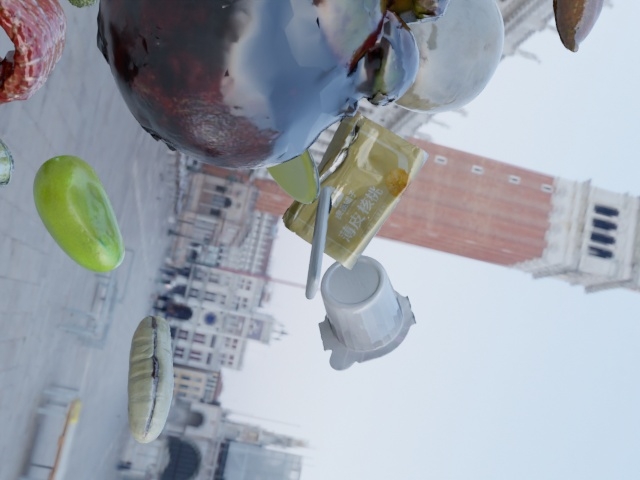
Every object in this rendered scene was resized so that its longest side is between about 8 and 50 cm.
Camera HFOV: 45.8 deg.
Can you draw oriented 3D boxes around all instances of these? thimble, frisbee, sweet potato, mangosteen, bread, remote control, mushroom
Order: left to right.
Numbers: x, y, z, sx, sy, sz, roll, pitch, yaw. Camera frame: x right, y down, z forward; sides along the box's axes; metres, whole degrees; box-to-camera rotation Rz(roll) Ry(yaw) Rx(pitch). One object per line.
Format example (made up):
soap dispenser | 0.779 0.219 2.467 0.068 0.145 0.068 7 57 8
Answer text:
thimble | -0.840 -0.531 1.938 0.230 0.351 0.350 -87 -165 -53
bread | -0.273 0.212 1.208 0.053 0.073 0.214 70 12 -56
mangosteen | -0.072 -0.290 0.975 0.381 0.422 0.381 56 -17 27
frisbee | -0.075 -0.166 1.333 0.236 0.017 0.236 50 -19 24
remote control | 0.000 0.000 1.487 0.067 0.029 0.260 107 -7 -47
mushroom | 0.232 -0.461 1.731 0.295 0.363 0.362 -8 -112 66
sweet potato | 0.450 -0.464 1.236 0.354 0.095 0.106 -66 -157 -1

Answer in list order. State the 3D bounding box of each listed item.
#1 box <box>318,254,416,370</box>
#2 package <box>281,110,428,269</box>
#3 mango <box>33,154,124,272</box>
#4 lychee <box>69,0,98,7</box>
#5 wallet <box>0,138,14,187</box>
box | 0.089 0.179 2.022 0.291 0.263 0.206 -50 145 -23
package | 0.060 -0.122 1.702 0.311 0.165 0.221 -55 -148 1
mango | -0.524 -0.054 1.644 0.272 0.149 0.185 65 -20 -6
lychee | -0.514 -0.574 1.643 0.114 0.114 0.146 -85 -158 -43
wallet | -0.620 -0.133 1.050 0.223 0.310 0.077 41 -59 31
